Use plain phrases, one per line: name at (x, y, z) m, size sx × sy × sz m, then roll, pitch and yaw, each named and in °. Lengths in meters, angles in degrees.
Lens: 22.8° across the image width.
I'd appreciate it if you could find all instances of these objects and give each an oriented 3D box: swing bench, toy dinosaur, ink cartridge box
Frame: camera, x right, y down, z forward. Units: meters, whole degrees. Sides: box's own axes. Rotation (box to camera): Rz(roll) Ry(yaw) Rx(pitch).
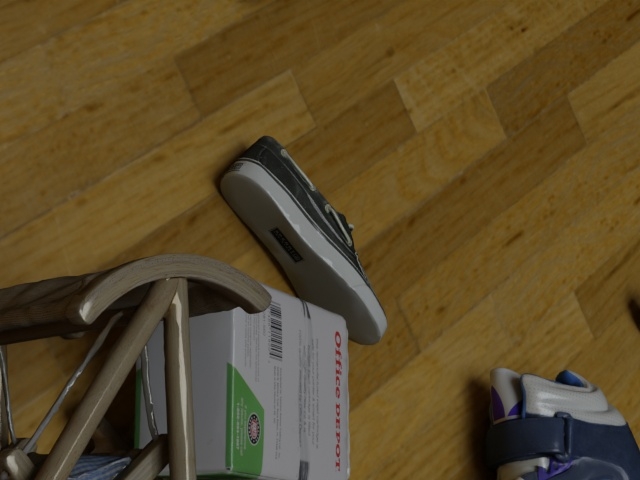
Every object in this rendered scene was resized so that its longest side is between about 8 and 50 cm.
swing bench at (-0.196, 0.131, 1.134) m, size 0.165 × 0.253 × 0.254 m, roll 27°, pitch 64°, yaw -36°
toy dinosaur at (-0.163, 0.208, 1.301) m, size 0.093 × 0.053 × 0.183 m, roll -7°, pitch 99°, yaw -26°
ink cartridge box at (-0.060, 0.125, 1.319) m, size 0.219 × 0.093 × 0.160 m, roll 29°, pitch 59°, yaw -62°

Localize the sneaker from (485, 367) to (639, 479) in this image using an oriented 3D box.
sneaker at (0.185, 0.252, 1.570) m, size 0.323 × 0.130 × 0.236 m, roll -20°, pitch 80°, yaw -32°

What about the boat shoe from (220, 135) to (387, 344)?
boat shoe at (0.000, 0.000, 1.460) m, size 0.219 × 0.078 × 0.070 m, roll 53°, pitch 53°, yaw -19°
